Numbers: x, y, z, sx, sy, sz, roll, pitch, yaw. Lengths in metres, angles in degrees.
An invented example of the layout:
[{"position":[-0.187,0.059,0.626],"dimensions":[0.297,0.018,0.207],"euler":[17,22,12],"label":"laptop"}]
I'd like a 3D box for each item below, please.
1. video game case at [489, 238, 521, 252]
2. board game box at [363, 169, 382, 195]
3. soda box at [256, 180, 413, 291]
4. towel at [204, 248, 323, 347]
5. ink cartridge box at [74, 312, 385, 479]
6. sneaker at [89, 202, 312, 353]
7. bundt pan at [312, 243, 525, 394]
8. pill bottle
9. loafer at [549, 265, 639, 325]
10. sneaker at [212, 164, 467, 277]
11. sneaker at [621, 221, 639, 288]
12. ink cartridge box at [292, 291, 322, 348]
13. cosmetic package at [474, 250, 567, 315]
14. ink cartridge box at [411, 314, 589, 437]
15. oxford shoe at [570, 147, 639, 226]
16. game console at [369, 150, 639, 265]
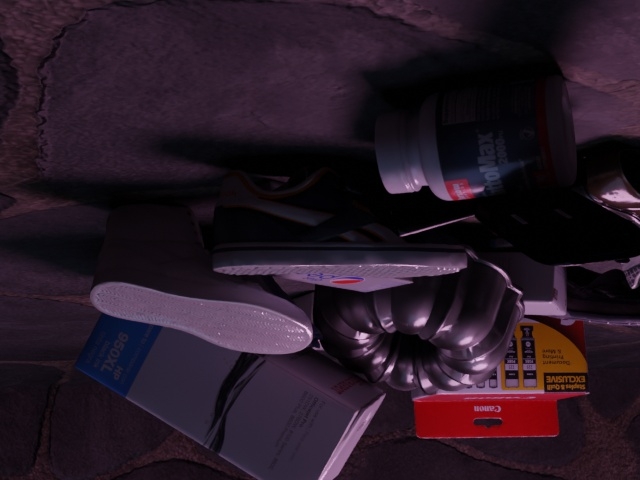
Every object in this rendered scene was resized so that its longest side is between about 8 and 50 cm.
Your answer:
[{"position":[0.345,0.011,1.902],"dimensions":[0.166,0.015,0.119],"euler":[-4,168,6],"label":"video game case"},{"position":[0.147,-0.063,1.512],"dimensions":[0.186,0.026,0.126],"euler":[2,166,-17],"label":"board game box"},{"position":[0.000,0.000,1.603],"dimensions":[0.091,0.098,0.286],"euler":[-15,163,39],"label":"soda box"},{"position":[-0.137,0.071,1.756],"dimensions":[0.285,0.209,0.034],"euler":[13,118,-52],"label":"towel"},{"position":[-0.123,0.208,1.837],"dimensions":[0.394,0.166,0.285],"euler":[30,-175,10],"label":"ink cartridge box"},{"position":[-0.143,0.038,1.584],"dimensions":[0.292,0.169,0.108],"euler":[18,135,-19],"label":"sneaker"},{"position":[0.136,0.125,1.837],"dimensions":[0.330,0.124,0.331],"euler":[11,147,7],"label":"bundt pan"},{"position":[0.149,-0.094,1.182],"dimensions":[0.180,0.108,0.108],"euler":[-7,167,19],"label":"pill bottle"},{"position":[0.437,0.081,1.919],"dimensions":[0.109,0.095,0.302],"euler":[3,179,-20],"label":"loafer"},{"position":[0.030,-0.022,1.441],"dimensions":[0.321,0.128,0.126],"euler":[3,169,-26],"label":"sneaker"},{"position":[0.551,0.011,1.761],"dimensions":[0.235,0.095,0.090],"euler":[-10,164,24],"label":"sneaker"},{"position":[0.041,0.157,2.330],"dimensions":[0.217,0.092,0.158],"euler":[3,166,-30],"label":"ink cartridge box"},{"position":[0.261,0.066,1.916],"dimensions":[0.231,0.086,0.117],"euler":[-1,167,20],"label":"cosmetic package"},{"position":[0.328,0.225,2.270],"dimensions":[0.309,0.272,0.130],"euler":[1,167,-17],"label":"ink cartridge box"},{"position":[0.404,-0.061,1.446],"dimensions":[0.227,0.083,0.096],"euler":[5,161,-35],"label":"oxford shoe"},{"position":[0.186,-0.032,1.214],"dimensions":[0.213,0.044,0.361],"euler":[-16,-162,-9],"label":"game console"}]
